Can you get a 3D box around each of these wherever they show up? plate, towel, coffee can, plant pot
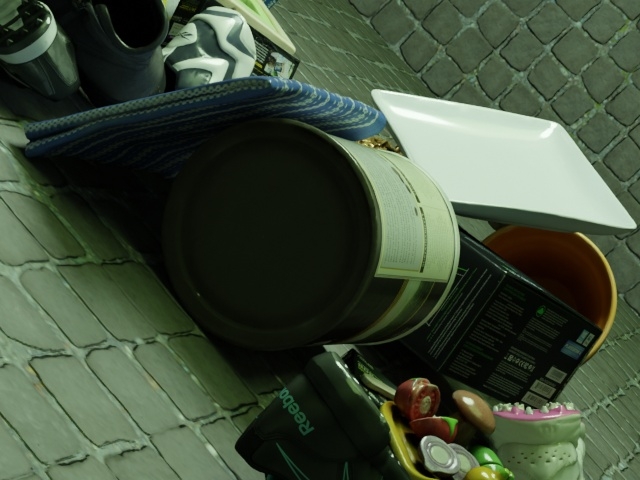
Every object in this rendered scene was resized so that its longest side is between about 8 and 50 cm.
[{"bbox_3d":[0.214,-0.087,2.098,0.278,0.045,0.277,8,29,-21],"label":"plate"},{"bbox_3d":[-0.095,-0.098,1.589,0.336,0.243,0.040,4,75,-71],"label":"towel"},{"bbox_3d":[0.000,0.000,1.599,0.201,0.201,0.275,49,13,15],"label":"coffee can"},{"bbox_3d":[0.290,0.092,2.291,0.205,0.205,0.188,49,-3,14],"label":"plant pot"}]

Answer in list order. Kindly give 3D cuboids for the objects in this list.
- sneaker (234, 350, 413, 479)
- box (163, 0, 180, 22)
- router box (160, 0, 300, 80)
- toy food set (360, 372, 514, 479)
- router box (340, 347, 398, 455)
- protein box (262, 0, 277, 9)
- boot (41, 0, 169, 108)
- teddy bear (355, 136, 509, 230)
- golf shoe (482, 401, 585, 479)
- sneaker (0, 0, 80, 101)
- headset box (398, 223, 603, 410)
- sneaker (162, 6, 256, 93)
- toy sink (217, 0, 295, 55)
[{"bbox_3d":[0.011,0.183,1.341,0.101,0.106,0.267,50,-7,39],"label":"sneaker"},{"bbox_3d":[-0.224,-0.295,1.908,0.179,0.105,0.043,-2,1,-35],"label":"box"},{"bbox_3d":[-0.115,-0.188,1.956,0.046,0.133,0.179,21,-7,41],"label":"router box"},{"bbox_3d":[0.121,0.180,1.549,0.128,0.071,0.218,37,16,-33],"label":"toy food set"},{"bbox_3d":[0.062,0.169,1.644,0.122,0.038,0.092,43,13,-13],"label":"router box"},{"bbox_3d":[-0.173,-0.431,2.505,0.201,0.136,0.200,52,14,26],"label":"protein box"},{"bbox_3d":[-0.256,-0.289,1.670,0.338,0.118,0.223,46,-16,8],"label":"boot"},{"bbox_3d":[0.150,-0.079,2.291,0.338,0.113,0.245,7,3,-8],"label":"teddy bear"},{"bbox_3d":[0.231,0.250,1.836,0.306,0.115,0.140,41,45,-75],"label":"golf shoe"},{"bbox_3d":[-0.284,-0.194,1.599,0.106,0.078,0.234,58,-6,-38],"label":"sneaker"},{"bbox_3d":[0.134,0.050,1.926,0.283,0.131,0.246,39,6,39],"label":"headset box"},{"bbox_3d":[-0.126,-0.121,1.861,0.094,0.153,0.235,19,-48,42],"label":"sneaker"},{"bbox_3d":[-0.157,-0.301,2.175,0.153,0.131,0.234,33,17,-45],"label":"toy sink"}]
